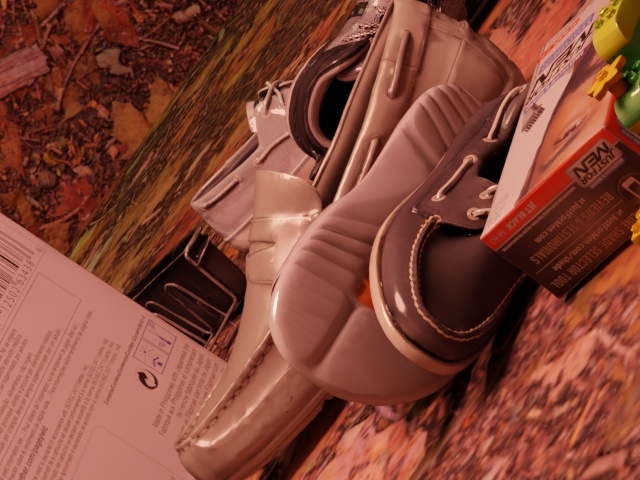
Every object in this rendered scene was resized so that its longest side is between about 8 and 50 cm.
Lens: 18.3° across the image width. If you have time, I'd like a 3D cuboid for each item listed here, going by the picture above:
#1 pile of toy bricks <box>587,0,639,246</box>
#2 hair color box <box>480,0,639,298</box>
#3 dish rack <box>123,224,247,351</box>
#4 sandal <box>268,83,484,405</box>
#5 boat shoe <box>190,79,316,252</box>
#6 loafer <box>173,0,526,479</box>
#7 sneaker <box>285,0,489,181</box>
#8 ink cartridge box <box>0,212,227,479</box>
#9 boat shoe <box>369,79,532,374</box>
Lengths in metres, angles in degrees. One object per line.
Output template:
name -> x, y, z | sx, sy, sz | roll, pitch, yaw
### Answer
pile of toy bricks -> 0.148, -0.071, 0.789 | 0.118, 0.105, 0.212 | -43, 15, 45
hair color box -> 0.137, -0.061, 0.948 | 0.093, 0.053, 0.167 | -45, 16, 39
dish rack -> -0.161, 0.137, 1.572 | 0.208, 0.074, 0.271 | -42, 17, 52
sandal -> 0.040, 0.014, 1.048 | 0.076, 0.102, 0.265 | -48, 4, 39
boat shoe -> -0.030, -0.089, 1.669 | 0.227, 0.081, 0.079 | -50, 12, 24
loafer -> 0.000, 0.000, 1.189 | 0.319, 0.111, 0.112 | -57, 11, -12
sneaker -> 0.065, -0.156, 1.436 | 0.269, 0.101, 0.153 | -58, 10, 15
ink cartridge box -> -0.253, 0.096, 1.222 | 0.151, 0.395, 0.270 | -49, 12, 27
boat shoe -> 0.083, -0.016, 0.990 | 0.065, 0.075, 0.206 | -49, 7, 40
